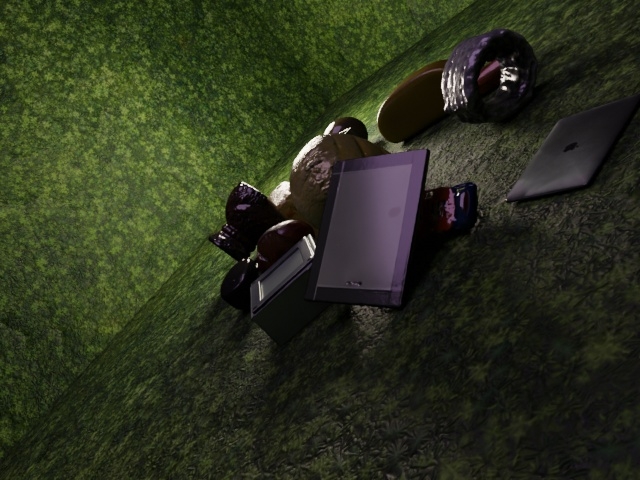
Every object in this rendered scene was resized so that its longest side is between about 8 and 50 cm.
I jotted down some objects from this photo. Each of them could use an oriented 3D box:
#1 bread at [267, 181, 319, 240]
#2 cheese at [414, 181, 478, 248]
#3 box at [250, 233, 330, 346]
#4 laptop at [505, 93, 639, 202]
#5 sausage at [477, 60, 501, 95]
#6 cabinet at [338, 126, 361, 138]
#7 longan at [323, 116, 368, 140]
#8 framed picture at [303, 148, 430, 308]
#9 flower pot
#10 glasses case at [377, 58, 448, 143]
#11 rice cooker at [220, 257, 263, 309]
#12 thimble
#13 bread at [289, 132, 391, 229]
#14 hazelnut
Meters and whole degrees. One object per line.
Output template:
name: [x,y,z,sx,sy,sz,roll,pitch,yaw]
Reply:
bread: [-0.072,-0.100,1.891,0.114,0.185,0.274,-46,14,1]
cheese: [0.192,-0.052,1.261,0.329,0.129,0.216,-9,66,40]
box: [-0.066,0.119,1.469,0.225,0.117,0.225,-41,16,4]
laptop: [0.486,-0.176,1.104,0.269,0.015,0.188,-50,17,-25]
sausage: [0.551,-0.525,1.770,0.198,0.076,0.076,-33,18,28]
cabinet: [0.087,-0.228,1.858,0.145,0.206,0.150,-50,17,-24]
longan: [0.101,-0.416,2.373,0.212,0.198,0.198,-46,16,-11]
framed picture: [0.096,-0.027,1.233,0.265,0.016,0.346,-2,69,41]
flower pot: [-0.288,-0.052,2.261,0.267,0.267,0.266,-55,17,-4]
glasses case: [0.353,-0.493,1.979,0.371,0.173,0.141,-30,16,39]
rice cooker: [-0.245,0.139,1.851,0.142,0.118,0.203,-37,17,22]
thimble: [0.444,-0.428,1.512,0.245,0.217,0.157,-57,15,-1]
bread: [0.076,-0.152,1.515,0.237,0.321,0.320,-52,10,24]
hazelnut: [-0.091,0.028,1.677,0.178,0.178,0.203,-66,-4,-55]
